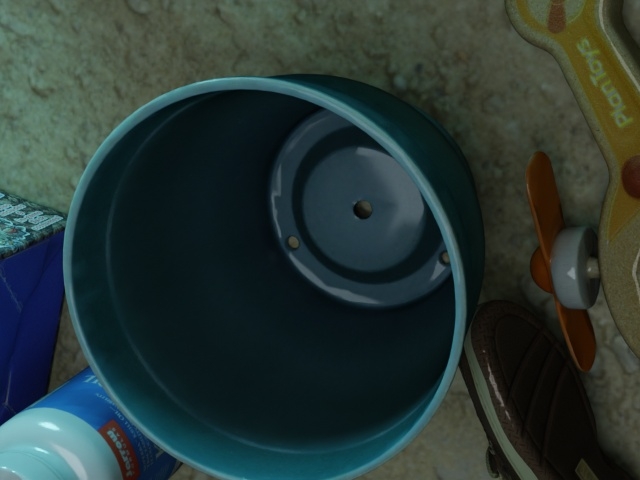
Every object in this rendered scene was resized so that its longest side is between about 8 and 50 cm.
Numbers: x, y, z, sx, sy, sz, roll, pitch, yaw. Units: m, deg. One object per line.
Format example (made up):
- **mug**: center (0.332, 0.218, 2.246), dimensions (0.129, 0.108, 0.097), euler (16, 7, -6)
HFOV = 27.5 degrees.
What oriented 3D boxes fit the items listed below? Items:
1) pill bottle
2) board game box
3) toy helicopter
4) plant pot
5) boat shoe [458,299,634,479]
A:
- **pill bottle**: center (-0.200, 0.183, 1.073), dimensions (0.124, 0.221, 0.124), euler (5, 107, 18)
- **board game box**: center (-0.390, 0.055, 1.149), dimensions (0.291, 0.141, 0.232), euler (20, 110, 14)
- **toy helicopter**: center (0.224, -0.049, 0.933), dimensions (0.235, 0.140, 0.355), euler (-32, 82, 33)
- **plant pot**: center (0.000, 0.000, 0.934), dimensions (0.272, 0.255, 0.271), euler (6, 107, 19)
- **boat shoe**: center (0.159, 0.161, 0.998), dimensions (0.095, 0.095, 0.257), euler (-13, 112, 48)
